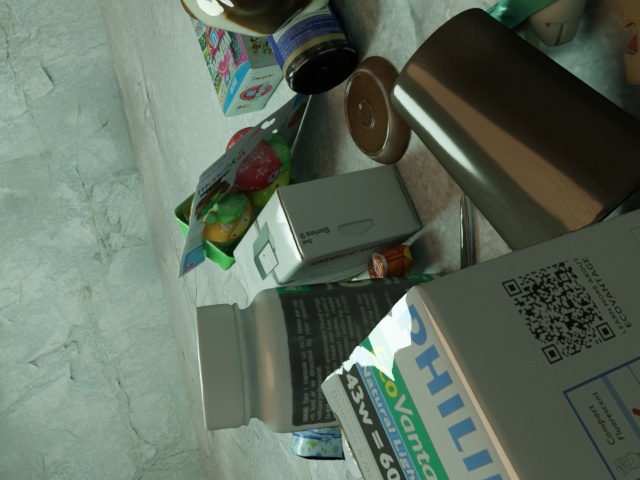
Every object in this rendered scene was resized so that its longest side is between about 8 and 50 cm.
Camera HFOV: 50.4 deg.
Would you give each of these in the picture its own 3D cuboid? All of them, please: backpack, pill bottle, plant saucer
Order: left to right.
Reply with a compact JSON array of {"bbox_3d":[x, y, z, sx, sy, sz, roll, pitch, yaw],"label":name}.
[{"bbox_3d":[-0.033,-0.355,1.088,0.219,0.123,0.123,67,155,17],"label":"pill bottle"},{"bbox_3d":[-0.007,0.442,1.513,0.105,0.114,0.084,162,112,-67],"label":"backpack"},{"bbox_3d":[0.010,0.162,0.970,0.204,0.361,0.204,175,90,-79],"label":"pill bottle"},{"bbox_3d":[0.081,-0.198,1.053,0.168,0.029,0.168,41,139,49],"label":"plant saucer"}]

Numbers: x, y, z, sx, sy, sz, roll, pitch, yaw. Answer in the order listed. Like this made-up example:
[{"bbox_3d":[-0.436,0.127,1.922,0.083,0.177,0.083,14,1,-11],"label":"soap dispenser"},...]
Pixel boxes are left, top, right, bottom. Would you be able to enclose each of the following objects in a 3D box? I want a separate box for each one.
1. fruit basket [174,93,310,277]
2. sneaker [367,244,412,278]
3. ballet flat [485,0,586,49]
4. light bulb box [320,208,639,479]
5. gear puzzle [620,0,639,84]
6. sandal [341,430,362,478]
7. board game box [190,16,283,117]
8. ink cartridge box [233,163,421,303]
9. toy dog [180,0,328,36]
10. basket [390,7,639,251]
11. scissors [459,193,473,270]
[{"bbox_3d":[-0.127,-0.102,1.255,0.165,0.327,0.353,41,145,3],"label":"fruit basket"},{"bbox_3d":[0.115,0.053,1.098,0.175,0.068,0.064,107,146,-76],"label":"sneaker"},{"bbox_3d":[0.217,-0.226,0.698,0.087,0.083,0.247,60,159,1],"label":"ballet flat"},{"bbox_3d":[0.249,0.177,0.514,0.357,0.361,0.225,65,154,20],"label":"light bulb box"},{"bbox_3d":[0.356,-0.210,0.455,0.339,0.044,0.175,9,111,60],"label":"gear puzzle"},{"bbox_3d":[0.082,0.350,1.335,0.265,0.076,0.101,-109,29,-63],"label":"sandal"},{"bbox_3d":[-0.173,-0.437,1.370,0.224,0.098,0.303,-36,73,65],"label":"board game box"},{"bbox_3d":[0.000,0.000,1.123,0.121,0.211,0.289,69,154,12],"label":"ink cartridge box"},{"bbox_3d":[-0.075,-0.458,0.816,0.285,0.396,0.407,18,112,51],"label":"toy dog"},{"bbox_3d":[0.188,-0.100,0.657,0.227,0.154,0.204,49,165,15],"label":"basket"},{"bbox_3d":[0.214,0.084,0.953,0.109,0.021,0.297,48,144,49],"label":"scissors"}]
